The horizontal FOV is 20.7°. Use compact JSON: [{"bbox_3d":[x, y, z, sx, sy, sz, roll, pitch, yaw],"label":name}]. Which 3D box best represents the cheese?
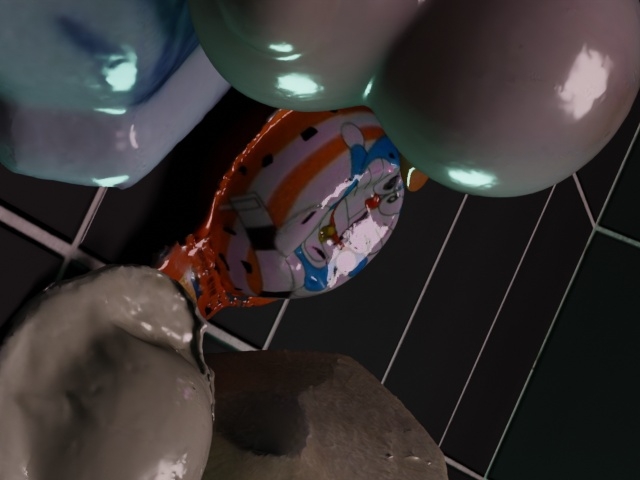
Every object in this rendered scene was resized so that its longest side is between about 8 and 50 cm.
[{"bbox_3d":[-0.051,-0.007,1.364,0.329,0.129,0.217,-39,146,-23],"label":"cheese"}]

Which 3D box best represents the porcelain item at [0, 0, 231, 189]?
[{"bbox_3d":[-0.108,-0.223,0.834,0.242,0.178,0.405,-52,157,-39],"label":"porcelain item"}]

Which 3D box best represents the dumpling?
[{"bbox_3d":[-0.167,0.127,1.203,0.172,0.142,0.247,34,62,-41],"label":"dumpling"}]

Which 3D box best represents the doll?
[{"bbox_3d":[0.059,-0.129,0.806,0.221,0.221,0.251,-46,158,-50],"label":"doll"}]

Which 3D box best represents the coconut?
[{"bbox_3d":[-0.046,0.233,1.405,0.297,0.297,0.309,-53,163,-39],"label":"coconut"}]
